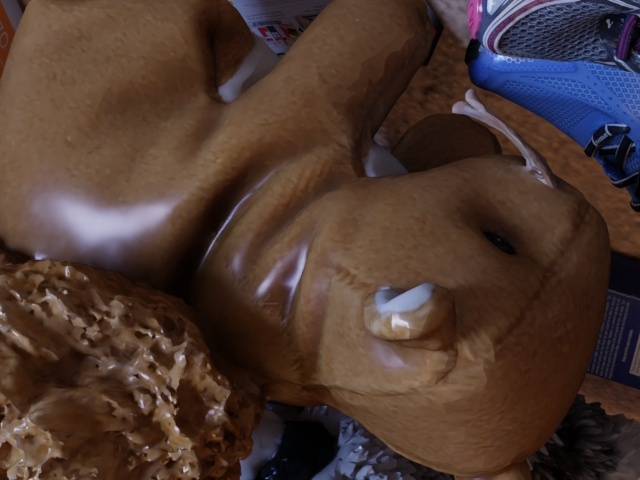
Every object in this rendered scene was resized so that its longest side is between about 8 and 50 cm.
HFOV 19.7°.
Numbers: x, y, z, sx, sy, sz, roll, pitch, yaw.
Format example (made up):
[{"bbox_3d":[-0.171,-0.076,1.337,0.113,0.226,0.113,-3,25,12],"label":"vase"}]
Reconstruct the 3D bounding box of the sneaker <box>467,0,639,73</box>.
[{"bbox_3d":[0.224,-0.104,0.935,0.299,0.112,0.121,6,161,4],"label":"sneaker"}]

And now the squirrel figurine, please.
[{"bbox_3d":[-0.045,0.038,1.016,0.370,0.397,0.281,36,156,39],"label":"squirrel figurine"}]

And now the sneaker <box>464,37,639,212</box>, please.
[{"bbox_3d":[0.229,-0.032,1.065,0.330,0.147,0.130,27,170,-3],"label":"sneaker"}]

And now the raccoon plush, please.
[{"bbox_3d":[0.092,0.180,1.267,0.446,0.299,0.216,19,139,-24],"label":"raccoon plush"}]

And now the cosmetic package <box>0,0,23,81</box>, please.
[{"bbox_3d":[-0.356,0.015,1.284,0.161,0.453,0.230,12,150,20],"label":"cosmetic package"}]

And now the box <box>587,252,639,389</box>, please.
[{"bbox_3d":[0.245,0.068,1.360,0.225,0.036,0.136,17,150,11],"label":"box"}]

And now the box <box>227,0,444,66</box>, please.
[{"bbox_3d":[-0.035,-0.153,1.199,0.207,0.036,0.114,-2,142,38],"label":"box"}]
